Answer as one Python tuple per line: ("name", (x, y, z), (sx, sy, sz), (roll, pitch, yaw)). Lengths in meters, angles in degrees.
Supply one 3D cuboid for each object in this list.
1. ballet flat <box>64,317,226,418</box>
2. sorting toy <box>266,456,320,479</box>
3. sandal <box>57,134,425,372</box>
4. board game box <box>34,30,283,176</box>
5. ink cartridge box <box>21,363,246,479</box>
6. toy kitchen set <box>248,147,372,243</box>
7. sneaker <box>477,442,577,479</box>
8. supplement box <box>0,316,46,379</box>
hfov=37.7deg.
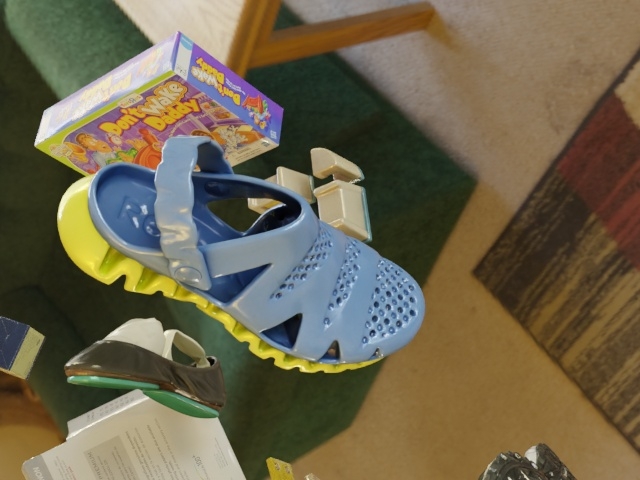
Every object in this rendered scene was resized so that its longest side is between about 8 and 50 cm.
("ballet flat", (-0.209, 0.150, 1.144), (0.095, 0.280, 0.096), (-3, 71, 24))
("sorting toy", (0.032, 0.381, 1.237), (0.046, 0.132, 0.274), (-34, 117, 19))
("sandal", (-0.043, 0.011, 0.753), (0.138, 0.317, 0.126), (-42, 35, 46))
("board game box", (-0.268, -0.186, 1.546), (0.347, 0.233, 0.078), (-20, 52, 37))
("ink cartridge box", (-0.246, 0.382, 1.371), (0.309, 0.272, 0.130), (67, 168, -6))
("toy kitchen set", (0.000, 0.000, 1.293), (0.166, 0.122, 0.207), (-22, 62, 32))
("sneaker", (0.216, 0.293, 1.017), (0.108, 0.271, 0.100), (-46, 66, 11))
("supplement box", (-0.531, 0.187, 1.625), (0.056, 0.083, 0.083), (17, 163, 12))
